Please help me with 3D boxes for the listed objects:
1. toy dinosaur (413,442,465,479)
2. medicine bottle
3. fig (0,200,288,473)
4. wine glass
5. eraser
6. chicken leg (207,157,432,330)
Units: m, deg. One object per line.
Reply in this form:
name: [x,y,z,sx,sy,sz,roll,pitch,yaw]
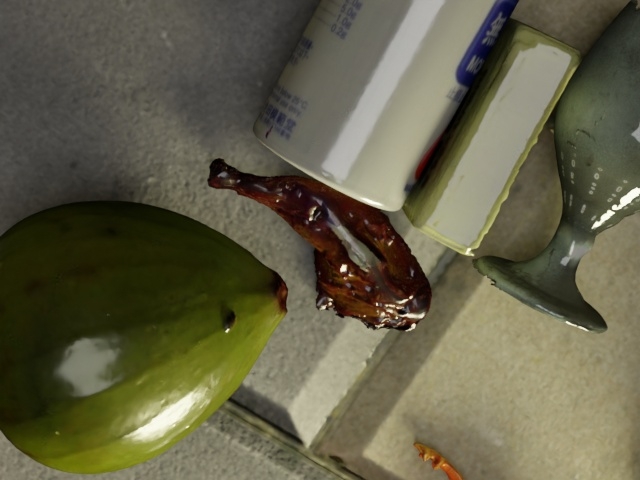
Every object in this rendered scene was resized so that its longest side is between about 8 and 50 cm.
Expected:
toy dinosaur: [0.162,0.289,1.383,0.288,0.070,0.117,39,97,-9]
medicine bottle: [0.084,-0.198,1.221,0.130,0.130,0.341,27,99,-12]
fig: [-0.136,0.062,1.226,0.225,0.203,0.203,-14,105,5]
wine glass: [0.222,-0.056,1.275,0.126,0.126,0.241,24,102,-11]
eraser: [0.125,-0.082,1.261,0.058,0.117,0.172,27,100,-7]
chicken leg: [0.006,-0.003,1.305,0.093,0.053,0.205,-35,101,18]
